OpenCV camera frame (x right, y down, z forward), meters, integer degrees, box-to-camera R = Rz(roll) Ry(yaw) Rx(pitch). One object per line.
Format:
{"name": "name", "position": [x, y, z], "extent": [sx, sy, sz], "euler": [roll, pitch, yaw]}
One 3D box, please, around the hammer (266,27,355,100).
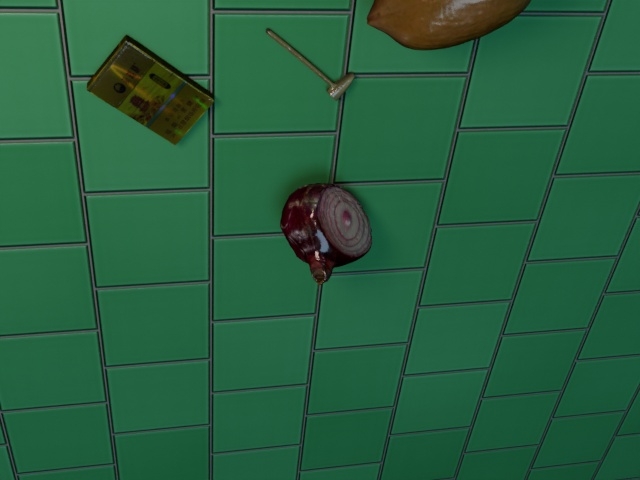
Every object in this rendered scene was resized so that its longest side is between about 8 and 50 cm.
{"name": "hammer", "position": [-0.019, -0.332, 1.449], "extent": [0.195, 0.028, 0.060], "euler": [34, 109, -32]}

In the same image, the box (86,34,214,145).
{"name": "box", "position": [-0.303, -0.267, 1.428], "extent": [0.193, 0.030, 0.121], "euler": [31, 116, -33]}

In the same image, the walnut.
{"name": "walnut", "position": [0.215, -0.422, 1.320], "extent": [0.298, 0.203, 0.203], "euler": [-17, 131, -1]}

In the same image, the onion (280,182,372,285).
{"name": "onion", "position": [0.000, 0.000, 1.605], "extent": [0.140, 0.218, 0.195], "euler": [-11, 144, 32]}
